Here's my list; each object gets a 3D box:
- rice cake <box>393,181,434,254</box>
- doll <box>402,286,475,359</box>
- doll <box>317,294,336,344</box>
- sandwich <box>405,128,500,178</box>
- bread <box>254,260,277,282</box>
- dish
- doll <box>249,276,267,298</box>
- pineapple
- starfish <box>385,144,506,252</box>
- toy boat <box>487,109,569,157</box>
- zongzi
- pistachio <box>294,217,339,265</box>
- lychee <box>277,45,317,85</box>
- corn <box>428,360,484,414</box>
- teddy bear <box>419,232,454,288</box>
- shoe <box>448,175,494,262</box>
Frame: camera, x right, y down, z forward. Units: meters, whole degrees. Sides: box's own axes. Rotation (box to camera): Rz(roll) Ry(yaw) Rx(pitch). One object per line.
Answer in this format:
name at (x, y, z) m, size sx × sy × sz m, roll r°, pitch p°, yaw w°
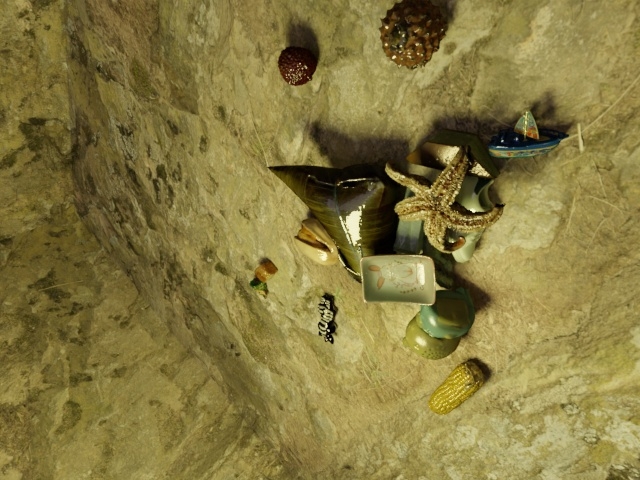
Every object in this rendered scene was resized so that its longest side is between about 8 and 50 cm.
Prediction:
rice cake at (0.279, -0.069, 1.290) m, size 0.085 × 0.040 × 0.226 m, roll 17°, pitch 102°, yaw 36°
doll at (0.369, 0.270, 1.357) m, size 0.177 × 0.161 × 0.260 m, roll 2°, pitch 140°, yaw -7°
doll at (0.027, 0.327, 1.795) m, size 0.091 × 0.067 × 0.219 m, roll 21°, pitch 121°, yaw 37°
sandwich at (0.349, -0.232, 1.147) m, size 0.258 × 0.094 × 0.096 m, roll 19°, pitch 130°, yaw 33°
bread at (-0.244, 0.141, 1.928) m, size 0.070 × 0.077 × 0.083 m, roll 52°, pitch 136°, yaw 11°
dish at (0.231, 0.107, 1.272) m, size 0.212 × 0.077 × 0.151 m, roll -1°, pitch 106°, yaw 19°
doll at (-0.270, 0.217, 2.025) m, size 0.113 × 0.076 × 0.078 m, roll 48°, pitch 174°, yaw -33°
pineapple at (0.214, -0.496, 1.044) m, size 0.166 × 0.193 × 0.166 m, roll 22°, pitch 129°, yaw 29°
starfish at (0.303, -0.113, 1.120) m, size 0.312 × 0.113 × 0.303 m, roll 40°, pitch 142°, yaw 18°
toy boat at (0.483, -0.252, 1.011) m, size 0.175 × 0.091 × 0.110 m, roll 9°, pitch 136°, yaw 35°
zongzi at (0.041, -0.060, 1.408) m, size 0.432 × 0.208 × 0.403 m, roll 7°, pitch 121°, yaw 21°
pistachio at (0.000, 0.000, 1.581) m, size 0.229 × 0.157 × 0.157 m, roll 29°, pitch 131°, yaw 35°
lychee at (-0.075, -0.540, 1.339) m, size 0.129 × 0.123 × 0.123 m, roll 24°, pitch 129°, yaw 15°
corn at (0.461, 0.516, 1.479) m, size 0.106 × 0.106 × 0.293 m, roll 38°, pitch 136°, yaw 20°
teddy bear at (0.335, 0.060, 1.318) m, size 0.133 × 0.111 × 0.213 m, roll 9°, pitch 120°, yaw 35°
shoe at (0.420, -0.057, 1.185) m, size 0.110 × 0.095 × 0.265 m, roll 7°, pitch 116°, yaw 40°
